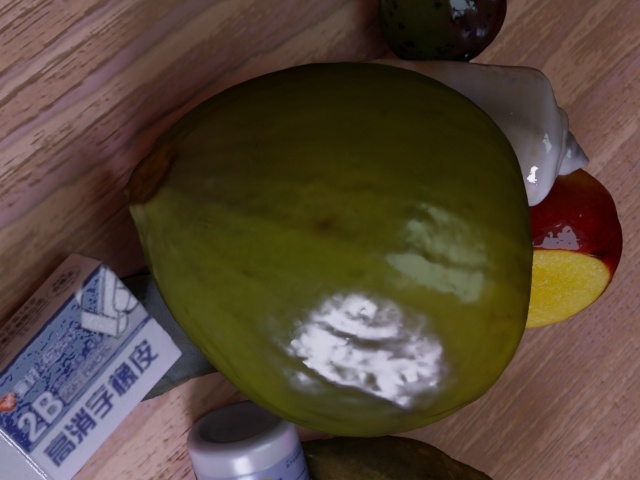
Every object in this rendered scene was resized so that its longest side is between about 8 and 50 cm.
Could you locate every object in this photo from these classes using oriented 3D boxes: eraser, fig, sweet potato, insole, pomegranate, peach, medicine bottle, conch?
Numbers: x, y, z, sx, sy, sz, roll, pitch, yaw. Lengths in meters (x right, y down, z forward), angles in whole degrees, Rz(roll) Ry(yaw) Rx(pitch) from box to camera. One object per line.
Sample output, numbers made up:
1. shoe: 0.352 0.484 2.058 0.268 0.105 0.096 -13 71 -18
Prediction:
1. eraser: -0.227 0.127 1.386 0.210 0.068 0.124 -49 124 -18
2. fig: 0.009 -0.003 1.423 0.343 0.343 0.343 -8 103 -41
3. sweet potato: 0.113 0.289 1.676 0.370 0.158 0.157 41 70 -37
4. insole: -0.109 0.088 1.535 0.348 0.009 0.119 1 95 -42
5. pomegranate: 0.118 -0.242 1.621 0.129 0.129 0.159 31 51 -41
6. peach: 0.209 0.007 1.692 0.192 0.190 0.190 -55 130 -42
7. medicine bottle: -0.054 0.250 1.548 0.103 0.103 0.186 -29 115 -36
8. conch: 0.135 -0.118 1.590 0.127 0.255 0.158 -56 171 -43
